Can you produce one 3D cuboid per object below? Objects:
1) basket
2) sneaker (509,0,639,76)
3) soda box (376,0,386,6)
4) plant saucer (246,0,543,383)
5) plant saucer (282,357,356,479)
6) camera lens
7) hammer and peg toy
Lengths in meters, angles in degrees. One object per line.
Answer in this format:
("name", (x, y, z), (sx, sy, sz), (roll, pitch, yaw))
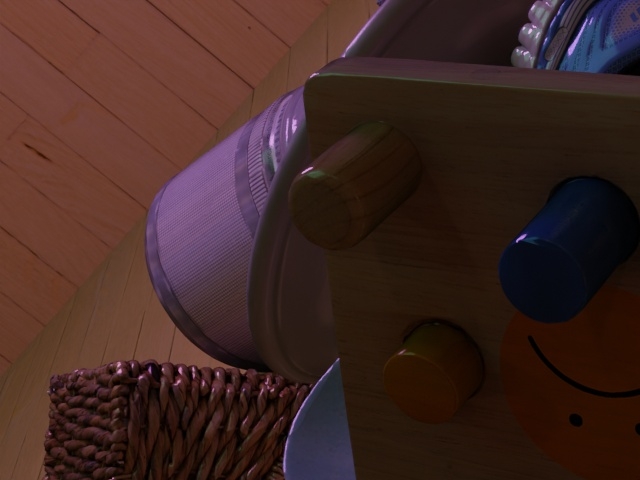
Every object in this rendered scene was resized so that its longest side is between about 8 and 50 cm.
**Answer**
("basket", (-0.131, 0.231, 1.864), (0.299, 0.223, 0.213), (162, 112, -68))
("sneaker", (0.177, -0.027, 1.395), (0.147, 0.129, 0.330), (32, 105, 43))
("soda box", (0.147, -0.208, 1.929), (0.058, 0.183, 0.063), (-39, 18, 43))
("plant saucer", (0.104, -0.043, 1.543), (0.400, 0.100, 0.400), (-42, -30, -30))
("plant saucer", (0.071, 0.087, 1.028), (0.195, 0.037, 0.195), (-28, 26, 15))
("camera lens", (-0.016, -0.016, 1.840), (0.274, 0.219, 0.219), (-33, 21, 40))
("hammer and peg toy", (0.166, 0.052, 0.765), (0.361, 0.266, 0.127), (6, 28, 30))
